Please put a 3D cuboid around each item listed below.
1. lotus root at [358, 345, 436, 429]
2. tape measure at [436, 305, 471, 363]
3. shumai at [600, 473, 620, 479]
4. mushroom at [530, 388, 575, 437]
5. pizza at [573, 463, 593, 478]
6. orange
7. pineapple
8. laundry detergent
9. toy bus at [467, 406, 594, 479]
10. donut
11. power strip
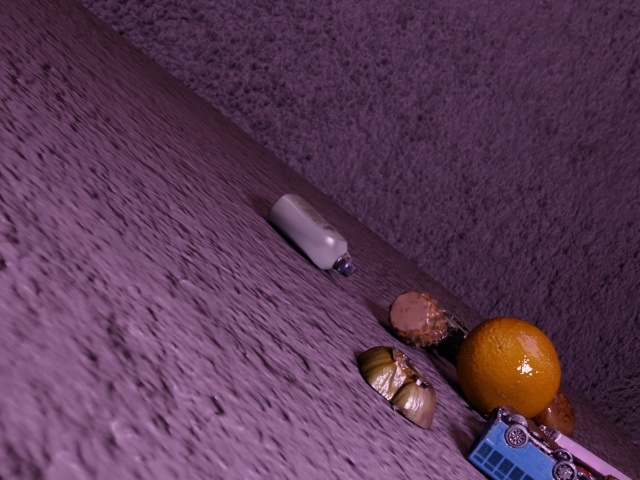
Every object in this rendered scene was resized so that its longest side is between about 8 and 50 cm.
[{"bbox_3d":[0.166,0.275,1.487,0.183,0.078,0.203,37,11,-18],"label":"lotus root"},{"bbox_3d":[0.407,0.292,2.279,0.207,0.115,0.235,40,9,-16],"label":"tape measure"},{"bbox_3d":[0.708,0.640,1.742,0.184,0.142,0.184,36,9,-7],"label":"shumai"},{"bbox_3d":[0.664,0.497,2.257,0.253,0.153,0.253,48,3,-3],"label":"mushroom"},{"bbox_3d":[0.652,0.603,1.951,0.199,0.062,0.188,40,7,2],"label":"pizza"},{"bbox_3d":[0.482,0.332,1.920,0.274,0.274,0.274,39,9,-7],"label":"orange"},{"bbox_3d":[0.300,0.242,2.020,0.170,0.141,0.310,12,-16,34],"label":"pineapple"},{"bbox_3d":[0.000,0.000,2.030,0.280,0.105,0.215,42,7,20],"label":"laundry detergent"},{"bbox_3d":[0.416,0.451,1.475,0.234,0.133,0.116,37,7,12],"label":"toy bus"},{"bbox_3d":[0.469,0.481,1.656,0.270,0.103,0.269,38,11,-9],"label":"donut"},{"bbox_3d":[0.696,0.578,1.973,0.279,0.037,0.109,34,-13,-5],"label":"power strip"}]
